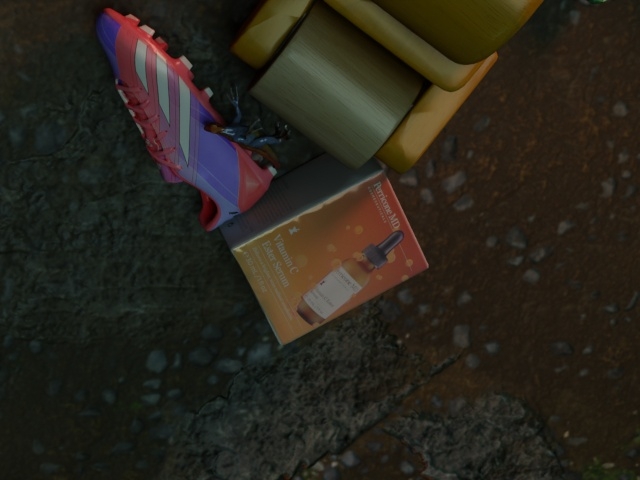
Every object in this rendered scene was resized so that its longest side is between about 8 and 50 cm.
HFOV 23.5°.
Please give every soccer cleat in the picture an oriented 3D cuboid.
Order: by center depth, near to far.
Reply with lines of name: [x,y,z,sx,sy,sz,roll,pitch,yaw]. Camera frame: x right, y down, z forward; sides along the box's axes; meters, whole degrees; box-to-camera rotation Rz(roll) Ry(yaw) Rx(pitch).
soccer cleat: [-0.141,-0.112,1.456,0.095,0.083,0.248,-44,124,-3]

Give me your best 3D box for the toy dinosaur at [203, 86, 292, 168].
toy dinosaur: [-0.070,-0.095,1.435,0.082,0.047,0.090,-10,120,-21]

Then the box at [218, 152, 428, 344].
box: [0.000,0.000,1.548,0.170,0.091,0.130,-28,120,-1]

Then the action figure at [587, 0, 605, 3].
action figure: [0.233,-0.326,1.479,0.137,0.063,0.232,-31,123,-4]

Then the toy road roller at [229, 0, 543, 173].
toy road roller: [0.079,-0.211,1.362,0.202,0.240,0.329,36,104,-10]
